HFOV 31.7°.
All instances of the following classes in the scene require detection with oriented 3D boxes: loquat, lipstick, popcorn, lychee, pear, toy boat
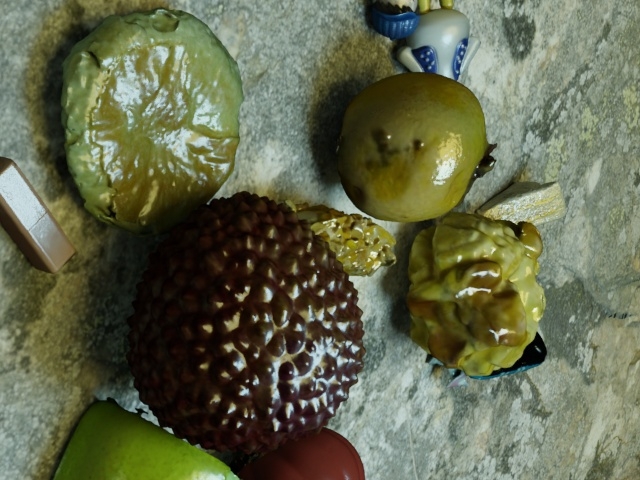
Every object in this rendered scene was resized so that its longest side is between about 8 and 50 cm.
[{"bbox_3d":[0.142,-0.138,1.679,0.244,0.244,0.244,-19,115,-47],"label":"loquat"},{"bbox_3d":[-0.335,-0.028,1.276,0.045,0.045,0.145,-53,137,-29],"label":"lipstick"},{"bbox_3d":[0.260,0.071,1.918,0.265,0.225,0.332,51,52,-21],"label":"popcorn"},{"bbox_3d":[-0.090,0.108,1.390,0.306,0.306,0.330,-25,116,-45],"label":"lychee"},{"bbox_3d":[-0.225,0.388,1.442,0.282,0.176,0.286,-59,138,-18],"label":"pear"},{"bbox_3d":[0.317,0.211,2.131,0.299,0.134,0.092,-1,138,-53],"label":"toy boat"}]

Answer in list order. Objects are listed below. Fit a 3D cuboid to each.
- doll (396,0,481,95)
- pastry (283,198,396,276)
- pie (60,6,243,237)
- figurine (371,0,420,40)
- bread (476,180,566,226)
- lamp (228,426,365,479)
[{"bbox_3d":[0.192,-0.264,1.805,0.138,0.119,0.293,-11,113,-13],"label":"doll"},{"bbox_3d":[0.000,0.000,1.626,0.250,0.154,0.102,10,91,-59],"label":"pastry"},{"bbox_3d":[-0.202,-0.143,1.386,0.306,0.071,0.306,-22,121,-44],"label":"pie"},{"bbox_3d":[0.112,-0.382,1.709,0.086,0.087,0.149,-1,88,-33],"label":"figurine"},{"bbox_3d":[0.374,-0.050,2.106,0.152,0.105,0.077,-37,121,-40],"label":"bread"},{"bbox_3d":[-0.043,0.367,1.642,0.227,0.227,0.227,-19,115,-47],"label":"lamp"}]
